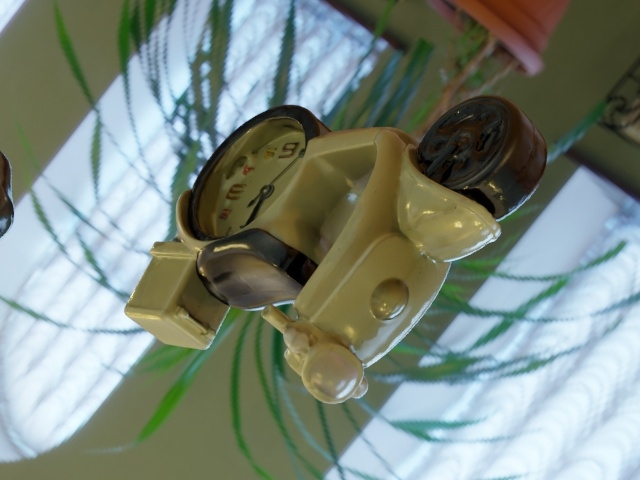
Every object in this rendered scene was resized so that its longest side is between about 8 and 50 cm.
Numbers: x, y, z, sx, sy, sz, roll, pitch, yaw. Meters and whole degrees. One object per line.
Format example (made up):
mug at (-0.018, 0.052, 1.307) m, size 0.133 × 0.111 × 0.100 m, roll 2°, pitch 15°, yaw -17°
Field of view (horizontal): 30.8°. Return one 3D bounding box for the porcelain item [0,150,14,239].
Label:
porcelain item at (-0.195, -0.007, 0.588) m, size 0.069 × 0.081 × 0.215 m, roll 52°, pitch -145°, yaw -51°

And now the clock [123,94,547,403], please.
clock at (0.000, 0.000, 1.009) m, size 0.120 × 0.276 × 0.379 m, roll 40°, pitch 159°, yaw -33°
